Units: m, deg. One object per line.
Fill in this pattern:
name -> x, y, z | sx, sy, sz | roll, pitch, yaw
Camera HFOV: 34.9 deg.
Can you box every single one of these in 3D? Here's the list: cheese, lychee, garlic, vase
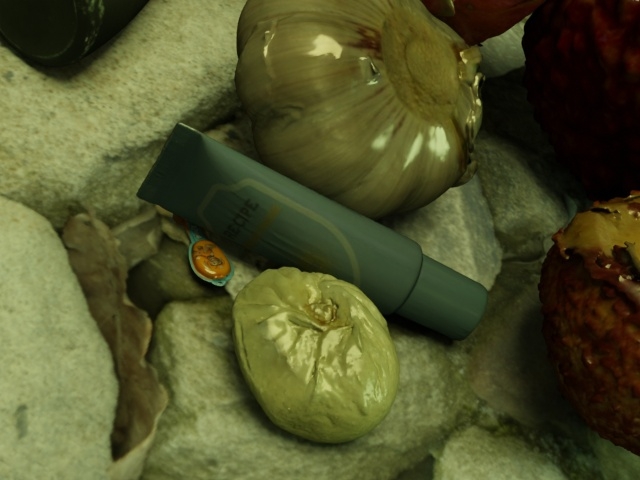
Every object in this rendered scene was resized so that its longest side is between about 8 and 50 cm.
cheese -> -0.125, 0.007, 1.088 | 0.047, 0.017, 0.111 | -3, 48, -35
lychee -> 0.457, -0.249, 1.269 | 0.424, 0.424, 0.500 | -13, 91, -31
garlic -> 0.036, -0.171, 1.151 | 0.322, 0.241, 0.322 | 26, 37, -22
vase -> -0.242, -0.341, 1.226 | 0.173, 0.173, 0.321 | 38, 42, 8

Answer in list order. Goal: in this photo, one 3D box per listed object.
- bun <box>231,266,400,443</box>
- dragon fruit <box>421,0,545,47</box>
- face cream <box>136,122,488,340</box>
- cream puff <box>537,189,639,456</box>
bun -> -0.003, 0.105, 1.002 | 0.164, 0.111, 0.188 | -13, 64, -28
dragon fruit -> 0.194, -0.403, 1.226 | 0.225, 0.305, 0.305 | 39, 46, -14
face cream -> 0.000, 0.000, 1.081 | 0.385, 0.135, 0.086 | 26, 50, -13
cream puff -> 0.379, 0.111, 1.087 | 0.350, 0.229, 0.350 | 17, 34, -12
